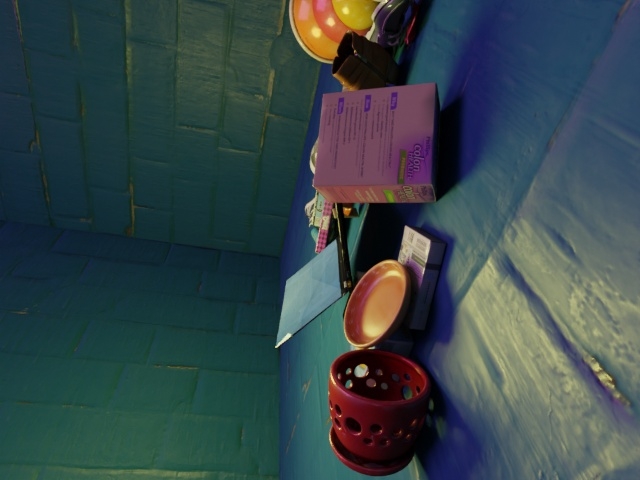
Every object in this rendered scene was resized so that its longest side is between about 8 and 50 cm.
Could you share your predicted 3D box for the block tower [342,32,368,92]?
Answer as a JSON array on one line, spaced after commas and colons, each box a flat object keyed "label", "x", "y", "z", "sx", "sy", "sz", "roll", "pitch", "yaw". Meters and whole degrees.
[{"label": "block tower", "x": 0.136, "y": -0.510, "z": 1.377, "sx": 0.090, "sy": 0.097, "sz": 0.336, "roll": -7, "pitch": 63, "yaw": 39}]

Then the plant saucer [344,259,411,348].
[{"label": "plant saucer", "x": 0.124, "y": 0.137, "z": 0.888, "sx": 0.200, "sy": 0.037, "sz": 0.200, "roll": -47, "pitch": 25, "yaw": 29}]

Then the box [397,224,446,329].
[{"label": "box", "x": 0.200, "y": 0.074, "z": 0.891, "sx": 0.145, "sy": 0.038, "sz": 0.187, "roll": -123, "pitch": 43, "yaw": -74}]

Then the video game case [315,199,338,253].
[{"label": "video game case", "x": 0.042, "y": -0.078, "z": 1.633, "sx": 0.210, "sy": 0.041, "sz": 0.233, "roll": -30, "pitch": -48, "yaw": -73}]

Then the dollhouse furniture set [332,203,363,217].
[{"label": "dollhouse furniture set", "x": 0.120, "y": -0.242, "z": 1.417, "sx": 0.262, "sy": 0.134, "sz": 0.259, "roll": 111, "pitch": 152, "yaw": -50}]

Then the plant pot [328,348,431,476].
[{"label": "plant pot", "x": 0.109, "y": 0.329, "z": 0.807, "sx": 0.191, "sy": 0.190, "sz": 0.174, "roll": -119, "pitch": 29, "yaw": -73}]

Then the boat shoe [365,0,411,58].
[{"label": "boat shoe", "x": 0.204, "y": -0.601, "z": 1.193, "sx": 0.099, "sy": 0.116, "sz": 0.319, "roll": 57, "pitch": 173, "yaw": -2}]

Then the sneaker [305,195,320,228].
[{"label": "sneaker", "x": -0.021, "y": -0.111, "z": 2.036, "sx": 0.282, "sy": 0.099, "sz": 0.153, "roll": 138, "pitch": 141, "yaw": -69}]

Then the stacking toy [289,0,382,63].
[{"label": "stacking toy", "x": 0.127, "y": -0.865, "z": 1.519, "sx": 0.479, "sy": 0.350, "sz": 0.352, "roll": 21, "pitch": 103, "yaw": 60}]

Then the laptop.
[{"label": "laptop", "x": -0.036, "y": 0.020, "z": 1.219, "sx": 0.382, "sy": 0.236, "sz": 0.409, "roll": -90, "pitch": -8, "yaw": -67}]

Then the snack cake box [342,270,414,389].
[{"label": "snack cake box", "x": 0.130, "y": 0.211, "z": 1.020, "sx": 0.264, "sy": 0.089, "sz": 0.152, "roll": -102, "pitch": 22, "yaw": -61}]

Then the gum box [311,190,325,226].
[{"label": "gum box", "x": 0.019, "y": -0.154, "z": 1.653, "sx": 0.184, "sy": 0.041, "sz": 0.157, "roll": -47, "pitch": -33, "yaw": -67}]

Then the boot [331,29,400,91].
[{"label": "boot", "x": 0.121, "y": -0.418, "z": 1.176, "sx": 0.109, "sy": 0.220, "sz": 0.284, "roll": 19, "pitch": 95, "yaw": 44}]

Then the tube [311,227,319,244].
[{"label": "tube", "x": 0.000, "y": 0.000, "z": 1.998, "sx": 0.207, "sy": 0.052, "sz": 0.080, "roll": -120, "pitch": 28, "yaw": -64}]

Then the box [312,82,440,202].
[{"label": "box", "x": 0.124, "y": -0.198, "z": 0.892, "sx": 0.117, "sy": 0.242, "sz": 0.214, "roll": 34, "pitch": -121, "yaw": -66}]

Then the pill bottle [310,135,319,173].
[{"label": "pill bottle", "x": 0.049, "y": -0.351, "z": 1.680, "sx": 0.283, "sy": 0.161, "sz": 0.162, "roll": 139, "pitch": 138, "yaw": -75}]

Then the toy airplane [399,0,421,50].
[{"label": "toy airplane", "x": 0.251, "y": -0.594, "z": 1.148, "sx": 0.151, "sy": 0.028, "sz": 0.152, "roll": -172, "pitch": 90, "yaw": -86}]
